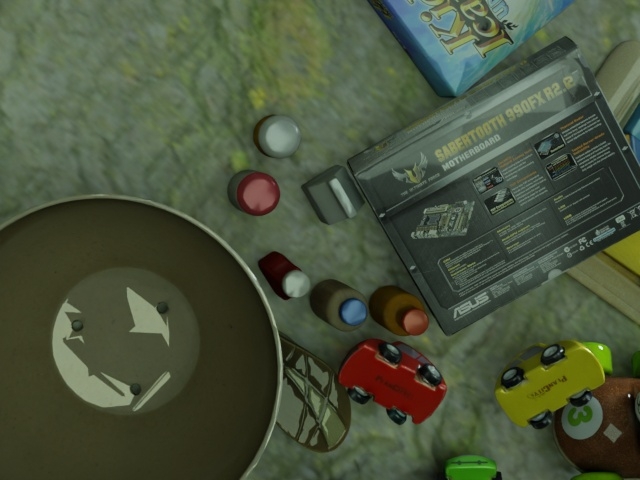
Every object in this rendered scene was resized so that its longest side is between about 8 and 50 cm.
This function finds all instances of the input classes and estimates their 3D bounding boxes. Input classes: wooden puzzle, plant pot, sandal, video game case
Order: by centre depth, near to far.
[{"bbox_3d":[-0.174,0.098,1.399,0.284,0.191,0.284,0,94,-2],"label":"plant pot"},{"bbox_3d":[0.131,-0.307,1.504,0.244,0.061,0.269,-39,102,-5],"label":"video game case"},{"bbox_3d":[-0.044,0.120,1.518,0.180,0.049,0.072,39,84,2],"label":"sandal"},{"bbox_3d":[0.327,-0.039,1.582,0.239,0.044,0.221,34,88,-13],"label":"wooden puzzle"}]

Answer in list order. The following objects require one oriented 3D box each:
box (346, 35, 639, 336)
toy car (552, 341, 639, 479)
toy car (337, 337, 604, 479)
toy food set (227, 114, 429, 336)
[{"bbox_3d":[0.167,-0.047,1.494,0.231,0.056,0.183,-30,107,4],"label":"box"},{"bbox_3d":[0.306,0.152,1.498,0.149,0.188,0.155,4,67,-13],"label":"toy car"},{"bbox_3d":[0.136,0.183,1.537,0.239,0.053,0.225,0,116,2],"label":"toy car"},{"bbox_3d":[0.000,0.000,1.482,0.111,0.104,0.232,-31,101,-8],"label":"toy food set"}]
